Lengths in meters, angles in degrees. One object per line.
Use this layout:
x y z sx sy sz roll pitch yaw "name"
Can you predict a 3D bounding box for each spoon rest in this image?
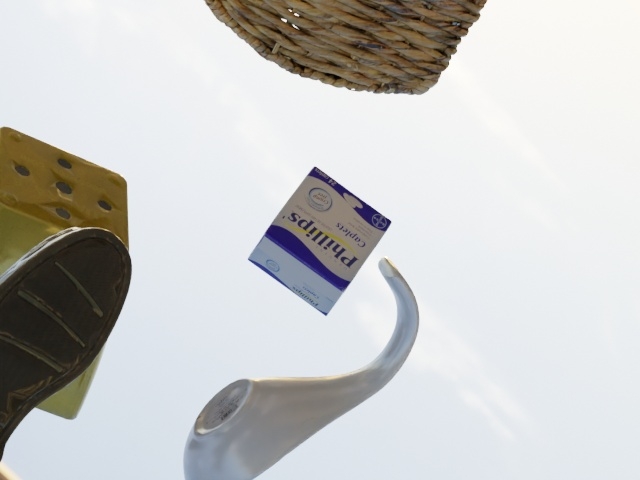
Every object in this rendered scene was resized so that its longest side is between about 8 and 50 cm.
-0.015 0.137 1.560 0.084 0.276 0.137 47 -176 -21 "spoon rest"

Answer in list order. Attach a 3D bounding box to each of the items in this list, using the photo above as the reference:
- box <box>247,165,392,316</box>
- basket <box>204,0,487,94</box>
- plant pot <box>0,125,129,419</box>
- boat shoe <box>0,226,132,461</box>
0.000 0.000 2.152 0.126 0.072 0.137 36 -126 -1 "box"
0.006 -0.299 1.823 0.299 0.213 0.223 22 -159 -22 "basket"
-0.296 0.015 1.710 0.212 0.187 0.212 24 -152 -22 "plant pot"
-0.284 0.108 1.447 0.111 0.307 0.104 46 162 -26 "boat shoe"
